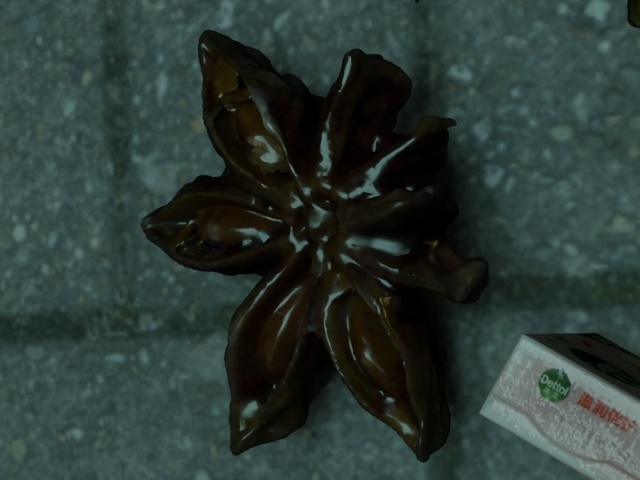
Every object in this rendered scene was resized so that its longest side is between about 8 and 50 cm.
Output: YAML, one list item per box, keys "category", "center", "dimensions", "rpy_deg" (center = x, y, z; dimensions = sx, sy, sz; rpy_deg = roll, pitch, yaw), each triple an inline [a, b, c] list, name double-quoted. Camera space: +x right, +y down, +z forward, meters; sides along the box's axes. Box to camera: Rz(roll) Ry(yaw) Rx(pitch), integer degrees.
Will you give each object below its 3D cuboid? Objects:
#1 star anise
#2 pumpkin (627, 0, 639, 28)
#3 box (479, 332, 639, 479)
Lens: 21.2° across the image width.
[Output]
- category: "star anise"
  center: [0.000, 0.007, 0.904]
  dimensions: [0.214, 0.099, 0.220]
  rpy_deg: [13, 99, 40]
- category: "pumpkin"
  center: [0.195, -0.178, 0.754]
  dimensions: [0.131, 0.126, 0.248]
  rpy_deg: [44, 135, 7]
- category: "box"
  center: [0.140, 0.083, 0.812]
  dimensions: [0.089, 0.125, 0.043]
  rpy_deg: [30, 100, 22]
